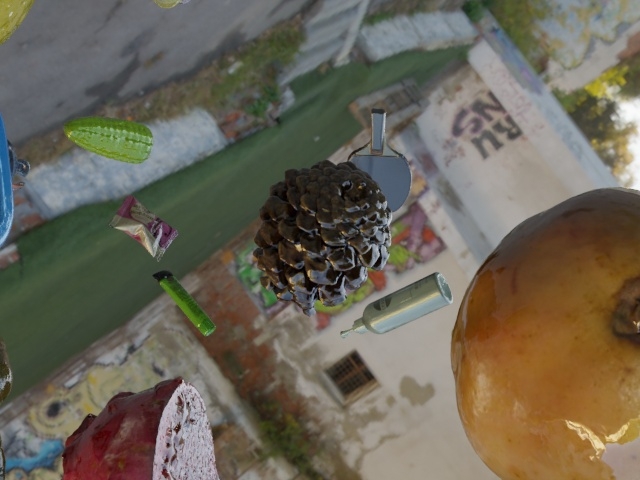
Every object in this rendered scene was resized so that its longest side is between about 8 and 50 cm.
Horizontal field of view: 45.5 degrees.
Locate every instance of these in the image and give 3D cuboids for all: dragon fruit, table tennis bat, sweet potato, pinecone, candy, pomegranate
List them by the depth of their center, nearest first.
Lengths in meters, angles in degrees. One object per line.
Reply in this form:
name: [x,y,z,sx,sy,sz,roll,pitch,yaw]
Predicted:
pomegranate: [0.356,0.136,0.832,0.411,0.412,0.411,-38,-179,1]
pinecone: [0.005,-0.003,1.012,0.184,0.179,0.205,-15,148,-24]
sweet potato: [-0.485,0.216,1.105,0.074,0.270,0.075,-14,153,-7]
dragon fruit: [-0.315,0.432,1.303,0.248,0.387,0.371,-4,176,8]
table tennis bat: [0.108,-0.144,1.440,0.130,0.221,0.019,5,-147,10]
candy: [-0.466,-0.226,1.667,0.096,0.097,0.209,-37,153,31]

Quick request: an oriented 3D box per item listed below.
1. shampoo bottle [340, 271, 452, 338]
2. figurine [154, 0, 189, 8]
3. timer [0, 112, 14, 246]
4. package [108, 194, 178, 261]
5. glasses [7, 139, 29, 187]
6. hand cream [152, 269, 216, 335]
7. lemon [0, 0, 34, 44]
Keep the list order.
shampoo bottle: [0.113,0.114,1.210,0.195,0.056,0.056,-28,-175,22]
figurine: [-0.271,-0.508,1.333,0.184,0.128,0.209,77,25,-61]
timer: [-0.597,-0.116,1.100,0.115,0.309,0.340,-10,176,19]
package: [-0.229,-0.016,0.993,0.029,0.083,0.059,-35,-158,43]
glasses: [-0.614,-0.206,1.451,0.118,0.234,0.268,-24,-176,-4]
hand cream: [-0.201,0.091,1.136,0.023,0.122,0.036,-50,165,30]
lemon: [-0.379,-0.311,0.651,0.336,0.336,0.336,-38,-179,1]
